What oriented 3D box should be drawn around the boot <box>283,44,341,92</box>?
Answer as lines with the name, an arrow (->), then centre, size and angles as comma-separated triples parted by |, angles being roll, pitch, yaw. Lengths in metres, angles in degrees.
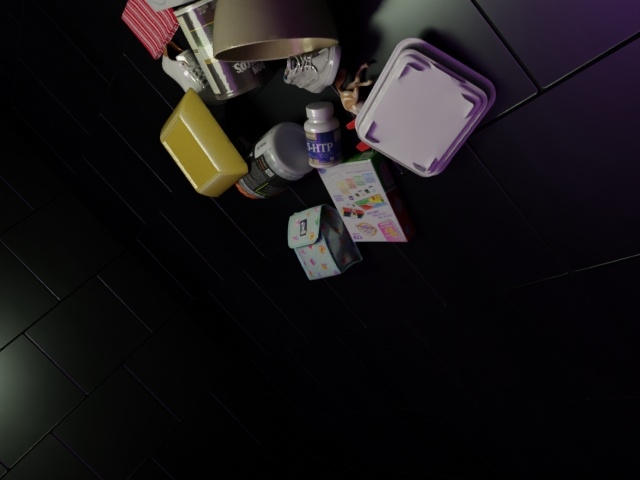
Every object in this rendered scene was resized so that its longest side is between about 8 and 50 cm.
boot -> -0.031, -0.476, 1.506 | 0.124, 0.095, 0.258 | 8, 173, -14

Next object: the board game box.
board game box -> 0.150, -0.137, 1.805 | 0.242, 0.064, 0.316 | 0, 127, 45

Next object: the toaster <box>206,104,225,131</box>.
toaster -> -0.434, -0.438, 1.991 | 0.129, 0.146, 0.226 | 31, 144, 15

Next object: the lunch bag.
lunch bag -> 0.000, 0.000, 2.025 | 0.223, 0.160, 0.262 | -16, 104, 55

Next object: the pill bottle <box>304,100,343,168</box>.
pill bottle -> 0.007, -0.330, 1.693 | 0.112, 0.112, 0.186 | 15, 128, 34

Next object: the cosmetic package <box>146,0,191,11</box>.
cosmetic package -> -0.524, -0.846, 1.548 | 0.285, 0.097, 0.377 | 14, 156, 49

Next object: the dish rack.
dish rack -> 0.256, -0.324, 1.419 | 0.286, 0.072, 0.332 | 31, 134, 0

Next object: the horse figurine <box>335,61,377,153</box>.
horse figurine -> 0.129, -0.391, 1.553 | 0.263, 0.066, 0.174 | 44, 145, -12

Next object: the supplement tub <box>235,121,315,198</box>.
supplement tub -> -0.164, -0.262, 1.871 | 0.193, 0.193, 0.316 | 51, 144, -12

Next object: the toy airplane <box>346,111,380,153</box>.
toy airplane -> 0.139, -0.310, 1.559 | 0.151, 0.028, 0.151 | 16, 137, 15

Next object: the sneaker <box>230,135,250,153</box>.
sneaker -> -0.342, -0.340, 2.066 | 0.072, 0.077, 0.178 | 51, 145, -9

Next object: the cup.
cup -> -0.130, -0.609, 1.404 | 0.331, 0.331, 0.236 | 3, 105, 43

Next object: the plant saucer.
plant saucer -> -0.430, -0.311, 1.891 | 0.332, 0.081, 0.333 | 55, 149, -8

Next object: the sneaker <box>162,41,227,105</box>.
sneaker -> -0.441, -0.579, 1.882 | 0.290, 0.106, 0.123 | 37, 148, 11

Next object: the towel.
towel -> -0.592, -0.775, 1.891 | 0.198, 0.031, 0.275 | 51, 145, -10

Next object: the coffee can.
coffee can -> -0.285, -0.591, 1.630 | 0.202, 0.201, 0.275 | 4, 130, 43
